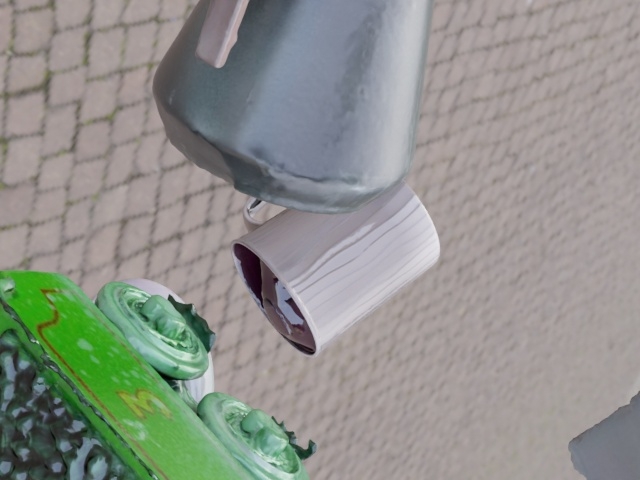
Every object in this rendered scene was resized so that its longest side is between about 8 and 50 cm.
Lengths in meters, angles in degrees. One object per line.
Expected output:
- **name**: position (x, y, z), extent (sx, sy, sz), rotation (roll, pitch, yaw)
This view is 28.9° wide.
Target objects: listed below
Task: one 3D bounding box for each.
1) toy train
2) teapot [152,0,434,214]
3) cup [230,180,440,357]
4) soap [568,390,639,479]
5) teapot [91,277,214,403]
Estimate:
- **toy train**: position (-0.118, 0.121, 0.719), extent (0.132, 0.243, 0.188), rotation (-50, 159, 12)
- **teapot**: position (-0.006, -0.216, 1.094), extent (0.300, 0.253, 0.344), rotation (-25, 139, -61)
- **cup**: position (0.007, 0.015, 1.958), extent (0.273, 0.288, 0.208), rotation (-34, 120, -17)
- **soap**: position (0.404, 0.245, 1.082), extent (0.302, 0.257, 0.159), rotation (2, 138, -25)
- **teapot**: position (-0.249, 0.199, 1.163), extent (0.424, 0.280, 0.252), rotation (-48, 169, 26)
